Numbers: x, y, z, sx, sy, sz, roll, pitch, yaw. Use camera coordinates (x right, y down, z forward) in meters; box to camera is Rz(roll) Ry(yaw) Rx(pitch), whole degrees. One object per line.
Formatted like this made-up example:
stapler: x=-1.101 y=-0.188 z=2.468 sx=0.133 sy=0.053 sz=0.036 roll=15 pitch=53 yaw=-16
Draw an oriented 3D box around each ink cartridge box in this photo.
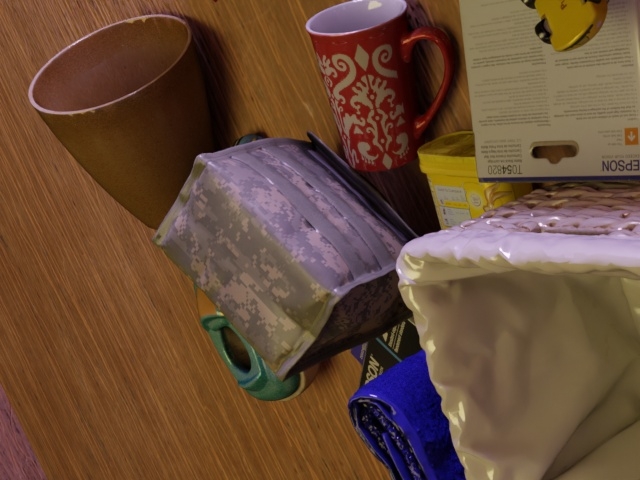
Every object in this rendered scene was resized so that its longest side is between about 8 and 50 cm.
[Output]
ink cartridge box: x=0.104 y=0.152 z=1.604 sx=0.208 sy=0.045 sz=0.206 roll=43 pitch=144 yaw=31
ink cartridge box: x=0.222 y=-0.166 z=1.155 sx=0.223 sy=0.045 sz=0.223 roll=4 pitch=102 yaw=54

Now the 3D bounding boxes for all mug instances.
mug: x=0.067 y=-0.166 z=1.364 sx=0.150 sy=0.113 sz=0.169 roll=22 pitch=134 yaw=49

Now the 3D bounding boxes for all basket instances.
basket: x=0.295 y=0.107 z=1.082 sx=0.328 sy=0.266 sz=0.331 roll=2 pitch=115 yaw=55

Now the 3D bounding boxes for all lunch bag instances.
lunch bag: x=0.000 y=0.000 z=1.433 sx=0.235 sy=0.287 sz=0.169 roll=46 pitch=124 yaw=19

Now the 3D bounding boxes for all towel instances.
towel: x=0.175 y=0.199 z=1.301 sx=0.076 sy=0.308 sz=0.227 roll=-25 pitch=93 yaw=39

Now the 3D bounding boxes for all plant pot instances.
plant pot: x=-0.243 y=-0.148 z=1.750 sx=0.237 sy=0.237 sz=0.254 roll=24 pitch=146 yaw=46

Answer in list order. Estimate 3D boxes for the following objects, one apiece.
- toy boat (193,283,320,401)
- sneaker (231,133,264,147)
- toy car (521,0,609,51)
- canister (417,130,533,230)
toy boat: x=-0.087 y=0.095 z=1.739 sx=0.267 sy=0.148 sz=0.318 roll=60 pitch=149 yaw=5
sneaker: x=-0.122 y=-0.056 z=1.700 sx=0.078 sy=0.067 sz=0.188 roll=16 pitch=85 yaw=66
toy car: x=0.181 y=-0.268 z=1.098 sx=0.225 sy=0.053 sz=0.239 roll=-1 pitch=79 yaw=54
canister: x=0.179 y=-0.026 z=1.336 sx=0.126 sy=0.073 sz=0.169 roll=9 pitch=121 yaw=52
